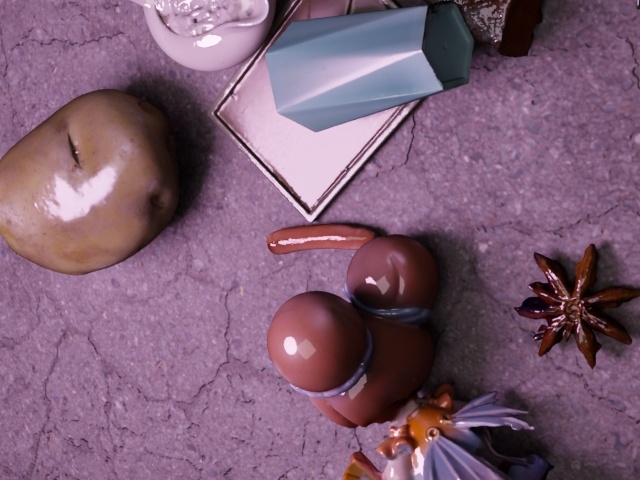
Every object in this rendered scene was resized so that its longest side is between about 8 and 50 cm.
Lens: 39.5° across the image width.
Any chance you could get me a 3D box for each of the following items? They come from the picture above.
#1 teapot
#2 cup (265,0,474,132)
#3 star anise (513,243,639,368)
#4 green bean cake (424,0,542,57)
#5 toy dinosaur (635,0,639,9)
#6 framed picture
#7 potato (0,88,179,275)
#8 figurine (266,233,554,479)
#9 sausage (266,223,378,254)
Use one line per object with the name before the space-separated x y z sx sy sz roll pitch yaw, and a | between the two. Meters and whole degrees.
teapot | -0.172 -0.338 1.235 0.298 0.139 0.204 10 108 27
cup | 0.064 -0.224 1.099 0.236 0.134 0.148 -6 104 42
star anise | 0.327 0.084 1.140 0.168 0.057 0.167 8 108 26
green bean cake | 0.212 -0.365 1.056 0.199 0.097 0.232 36 117 16
toy dinosaur | 0.496 -0.432 0.904 0.301 0.087 0.447 3 137 -2
framed picture | 0.003 -0.212 1.249 0.240 0.020 0.324 46 118 9
potato | -0.351 -0.079 1.352 0.326 0.221 0.243 -36 96 20
figurine | 0.115 0.214 1.186 0.388 0.277 0.248 47 143 11
sausage | 0.001 -0.001 1.294 0.177 0.040 0.047 -4 121 28
